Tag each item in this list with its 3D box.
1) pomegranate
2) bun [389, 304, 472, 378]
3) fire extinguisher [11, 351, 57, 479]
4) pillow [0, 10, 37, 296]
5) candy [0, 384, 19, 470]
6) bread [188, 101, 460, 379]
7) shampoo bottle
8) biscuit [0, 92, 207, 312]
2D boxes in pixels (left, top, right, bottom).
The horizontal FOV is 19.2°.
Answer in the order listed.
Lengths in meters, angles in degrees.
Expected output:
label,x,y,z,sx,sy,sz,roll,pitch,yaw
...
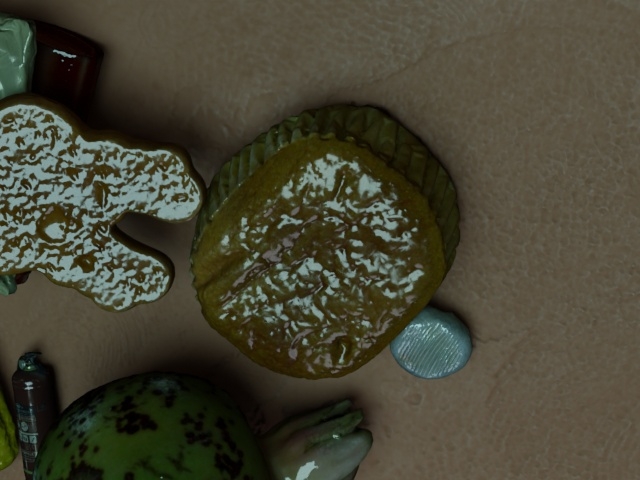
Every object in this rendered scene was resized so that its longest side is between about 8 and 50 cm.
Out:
label,x,y,z,sx,sy,sz,roll,pitch,yaw
pomegranate,-0.110,0.245,1.868,0.340,0.285,0.285,-17,106,-13
bun,0.107,0.098,1.856,0.083,0.045,0.083,2,122,3
fire extinguisher,-0.297,0.184,1.981,0.064,0.043,0.158,20,119,52
pillow,-0.399,-0.112,1.851,0.280,0.076,0.274,20,112,27
candy,-0.380,0.158,1.967,0.106,0.094,0.199,-27,107,14
bread,0.000,0.000,1.798,0.253,0.142,0.227,-39,103,20
shampoo bottle,-0.290,-0.081,1.874,0.102,0.064,0.260,22,112,14
biscuit,-0.261,-0.046,1.768,0.295,0.044,0.186,22,104,-7
